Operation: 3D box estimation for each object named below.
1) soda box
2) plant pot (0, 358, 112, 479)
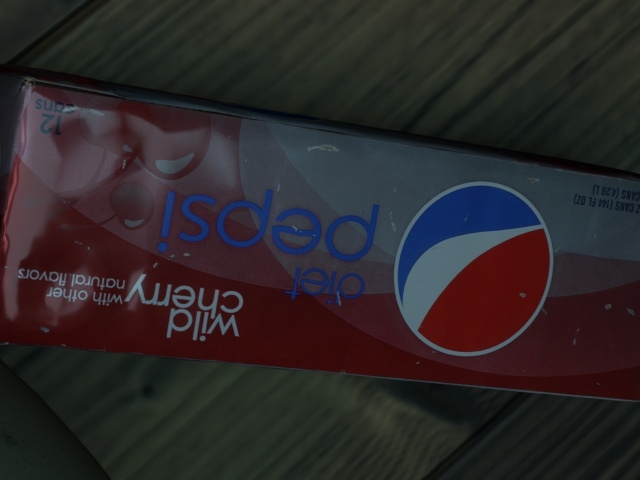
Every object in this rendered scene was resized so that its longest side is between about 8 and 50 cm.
[{"bbox_3d":[0.000,0.000,0.601,0.263,0.083,0.092,8,97,-23],"label":"soda box"},{"bbox_3d":[-0.195,0.097,0.465,0.284,0.284,0.191,-21,73,-18],"label":"plant pot"}]
